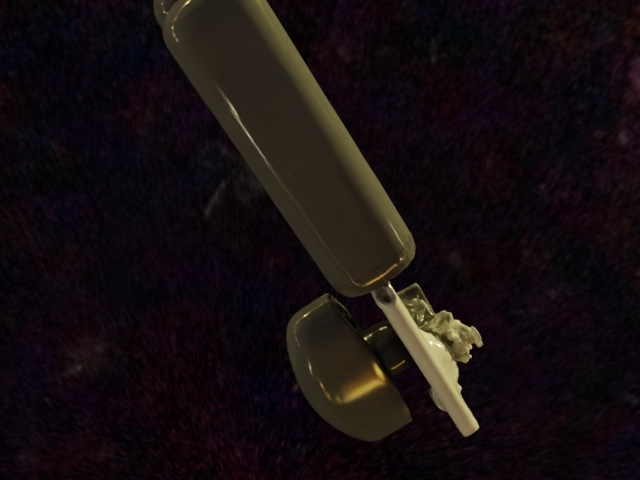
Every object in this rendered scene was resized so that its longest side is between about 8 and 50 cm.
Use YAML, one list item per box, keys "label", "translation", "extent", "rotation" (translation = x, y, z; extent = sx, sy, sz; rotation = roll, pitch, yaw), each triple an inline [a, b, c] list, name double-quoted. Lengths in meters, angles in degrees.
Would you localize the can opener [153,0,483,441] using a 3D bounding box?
- label: "can opener"
  translation: [0.000, 0.000, 0.548]
  extent: [0.093, 0.074, 0.280]
  rotation: [-30, 121, -1]
